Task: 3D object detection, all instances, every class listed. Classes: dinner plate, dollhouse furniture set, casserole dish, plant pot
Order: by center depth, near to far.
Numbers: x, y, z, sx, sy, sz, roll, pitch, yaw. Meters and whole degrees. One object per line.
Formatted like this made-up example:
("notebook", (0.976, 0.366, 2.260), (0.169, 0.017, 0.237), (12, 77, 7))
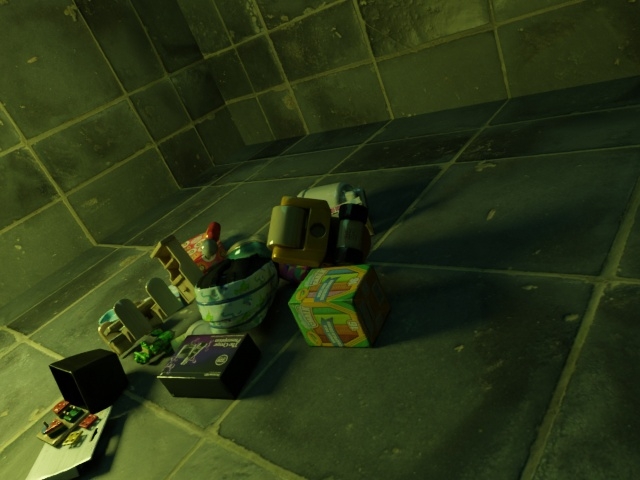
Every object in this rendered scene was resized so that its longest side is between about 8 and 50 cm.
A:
("plant pot", (-0.779, 0.472, 1.666), (0.187, 0.188, 0.167), (-2, 21, 40))
("dinner plate", (-0.409, 0.333, 1.713), (0.141, 0.017, 0.141), (-1, 49, 1))
("dollhouse furniture set", (-0.657, 0.198, 1.844), (0.394, 0.256, 0.362), (-39, 2, -37))
("casserole dish", (-0.908, 0.339, 2.196), (0.188, 0.037, 0.114), (-18, 25, 11))

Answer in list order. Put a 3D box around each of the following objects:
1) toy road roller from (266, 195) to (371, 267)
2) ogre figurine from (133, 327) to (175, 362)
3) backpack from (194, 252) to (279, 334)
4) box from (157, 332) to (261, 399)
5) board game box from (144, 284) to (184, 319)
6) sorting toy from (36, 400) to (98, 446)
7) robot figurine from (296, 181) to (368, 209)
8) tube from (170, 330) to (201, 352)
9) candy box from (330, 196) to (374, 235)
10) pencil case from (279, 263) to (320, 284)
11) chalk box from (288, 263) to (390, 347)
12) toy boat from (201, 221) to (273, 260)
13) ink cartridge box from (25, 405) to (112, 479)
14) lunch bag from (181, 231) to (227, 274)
("toy road roller", (0.000, 0.000, 1.594), (0.330, 0.240, 0.202), (8, 73, 0))
("ogre figurine", (-0.597, 0.383, 1.767), (0.097, 0.197, 0.118), (38, 41, 13))
("backpack", (-0.291, 0.178, 1.681), (0.290, 0.273, 0.355), (-8, -6, 0))
("box", (-0.346, 0.389, 1.518), (0.261, 0.103, 0.184), (-9, 35, 30))
("board game box", (-0.685, 0.274, 2.126), (0.160, 0.039, 0.211), (-30, 25, -12))
("sorting toy", (-0.818, 0.573, 1.537), (0.274, 0.046, 0.132), (-5, 29, 41))
("robot figurine", (0.030, -0.142, 2.127), (0.353, 0.199, 0.300), (-8, 9, 31))
("tube", (-0.421, 0.330, 1.763), (0.240, 0.070, 0.062), (-28, -16, -17))
("candy box", (0.082, -0.057, 1.961), (0.233, 0.159, 0.071), (-23, 26, 3))
("pencil case", (-0.089, 0.115, 1.846), (0.104, 0.104, 0.236), (-39, 29, -29))
("chalk box", (0.032, 0.200, 1.477), (0.289, 0.180, 0.179), (-8, 29, 33))
("toy boat", (-0.329, 0.057, 1.936), (0.267, 0.318, 0.148), (-34, 36, 36))
("ink cartridge box", (-0.744, 0.627, 1.467), (0.224, 0.045, 0.223), (-23, 23, 4))
("lunch bag", (-0.598, 0.078, 2.340), (0.258, 0.120, 0.293), (-32, 26, -15))
